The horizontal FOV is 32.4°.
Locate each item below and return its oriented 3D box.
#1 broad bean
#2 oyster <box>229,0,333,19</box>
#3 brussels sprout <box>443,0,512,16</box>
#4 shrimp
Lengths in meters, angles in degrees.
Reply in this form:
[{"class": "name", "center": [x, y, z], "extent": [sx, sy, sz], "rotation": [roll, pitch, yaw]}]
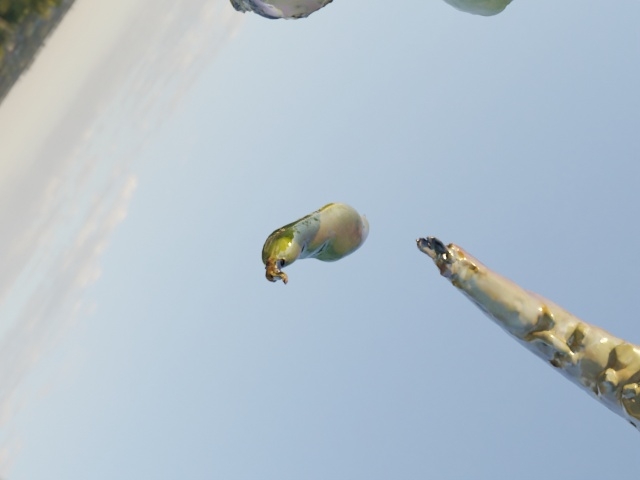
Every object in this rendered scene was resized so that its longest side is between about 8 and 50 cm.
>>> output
[{"class": "broad bean", "center": [-0.008, -0.001, 1.404], "extent": [0.067, 0.075, 0.325], "rotation": [-27, 178, 29]}, {"class": "oyster", "center": [-0.060, -0.332, 1.262], "extent": [0.163, 0.191, 0.081], "rotation": [-51, -156, 24]}, {"class": "brussels sprout", "center": [0.173, -0.344, 1.302], "extent": [0.149, 0.122, 0.152], "rotation": [-119, -141, -60]}, {"class": "shrimp", "center": [0.208, 0.080, 0.798], "extent": [0.068, 0.287, 0.185], "rotation": [-53, 160, -4]}]
